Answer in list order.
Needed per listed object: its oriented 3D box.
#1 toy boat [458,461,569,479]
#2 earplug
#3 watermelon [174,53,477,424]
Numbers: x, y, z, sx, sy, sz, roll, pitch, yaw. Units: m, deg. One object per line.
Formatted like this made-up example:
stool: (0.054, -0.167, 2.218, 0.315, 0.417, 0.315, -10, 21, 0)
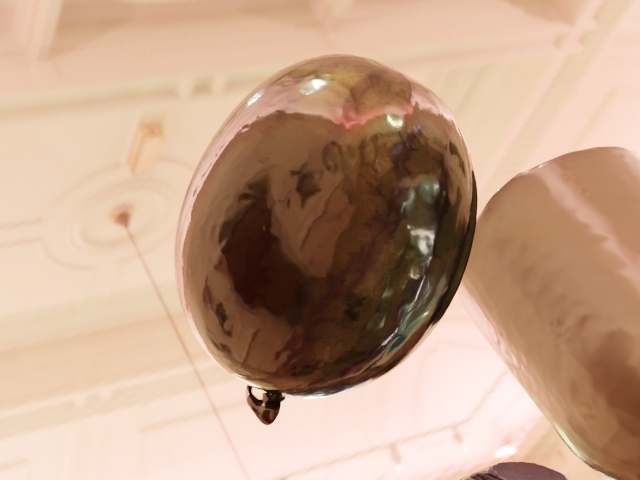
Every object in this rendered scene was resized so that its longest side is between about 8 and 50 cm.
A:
toy boat: (0.337, 0.457, 2.058, 0.210, 0.070, 0.291, -9, -55, 28)
earplug: (0.388, 0.113, 1.597, 0.313, 0.394, 0.312, -15, -46, -17)
watermelon: (0.000, 0.000, 1.249, 0.279, 0.279, 0.359, 10, -70, -50)
